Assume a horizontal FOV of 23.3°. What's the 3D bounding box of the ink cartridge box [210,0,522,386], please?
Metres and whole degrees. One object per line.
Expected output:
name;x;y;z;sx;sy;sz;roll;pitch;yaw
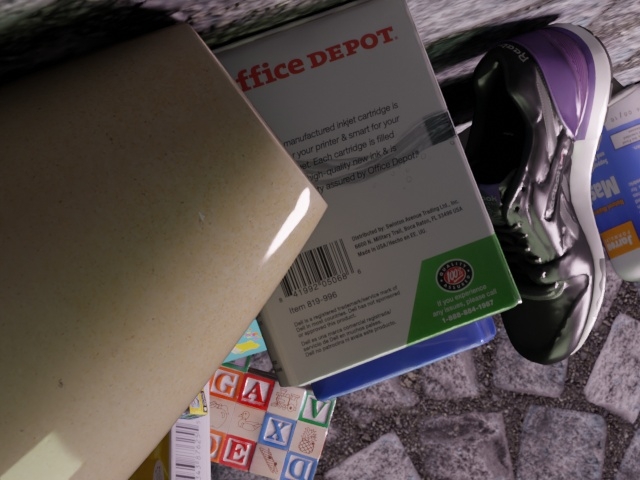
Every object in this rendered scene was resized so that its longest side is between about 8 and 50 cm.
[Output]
ink cartridge box;0.012;-0.030;0.967;0.153;0.208;0.087;-19;177;-9

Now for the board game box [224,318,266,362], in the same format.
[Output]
board game box;-0.051;0.006;1.232;0.336;0.079;0.254;-17;155;6

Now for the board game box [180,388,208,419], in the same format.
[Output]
board game box;-0.211;0.086;1.546;0.060;0.194;0.194;-25;158;30

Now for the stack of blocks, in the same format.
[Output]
stack of blocks;-0.132;0.209;2.102;0.297;0.171;0.087;16;-179;0

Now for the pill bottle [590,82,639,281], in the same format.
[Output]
pill bottle;0.397;-0.043;1.842;0.152;0.272;0.152;-20;174;-2

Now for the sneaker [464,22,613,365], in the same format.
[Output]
sneaker;0.154;-0.027;1.246;0.107;0.283;0.124;13;-157;41

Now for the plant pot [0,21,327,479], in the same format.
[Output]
plant pot;-0.143;0.013;0.841;0.274;0.256;0.256;-38;173;2

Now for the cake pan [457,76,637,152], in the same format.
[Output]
cake pan;0.162;-0.083;1.469;0.293;0.054;0.293;-34;177;-2

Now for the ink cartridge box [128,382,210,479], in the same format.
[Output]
ink cartridge box;-0.246;0.222;1.947;0.072;0.303;0.307;14;152;-37

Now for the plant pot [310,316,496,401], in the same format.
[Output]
plant pot;0.084;0.069;2.036;0.236;0.212;0.236;-20;178;10
